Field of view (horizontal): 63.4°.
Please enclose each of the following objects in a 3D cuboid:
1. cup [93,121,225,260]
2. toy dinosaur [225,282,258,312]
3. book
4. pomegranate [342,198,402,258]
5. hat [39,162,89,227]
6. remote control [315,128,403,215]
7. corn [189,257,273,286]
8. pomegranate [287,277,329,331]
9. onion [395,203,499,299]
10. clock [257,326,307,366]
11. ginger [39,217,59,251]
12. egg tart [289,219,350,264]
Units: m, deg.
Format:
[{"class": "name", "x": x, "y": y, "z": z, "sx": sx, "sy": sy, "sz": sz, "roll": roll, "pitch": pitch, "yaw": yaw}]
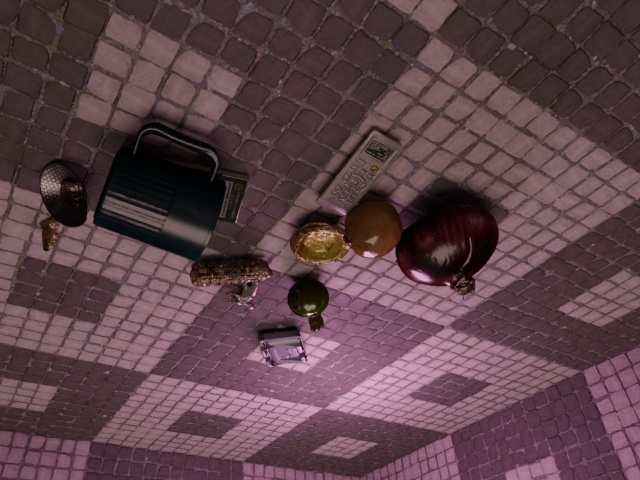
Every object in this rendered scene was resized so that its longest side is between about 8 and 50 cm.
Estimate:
[{"class": "cup", "x": -0.426, "y": -0.120, "z": 1.397, "sx": 0.292, "sy": 0.242, "sz": 0.308, "roll": 20, "pitch": 136, "yaw": -21}, {"class": "toy dinosaur", "x": -0.271, "y": 0.199, "z": 1.973, "sx": 0.167, "sy": 0.053, "sz": 0.242, "roll": 26, "pitch": 131, "yaw": -33}, {"class": "book", "x": -0.367, "y": -0.146, "z": 1.573, "sx": 0.264, "sy": 0.027, "sz": 0.202, "roll": 10, "pitch": 137, "yaw": -15}, {"class": "pomegranate", "x": 0.165, "y": -0.034, "z": 1.628, "sx": 0.191, "sy": 0.191, "sz": 0.191, "roll": -3, "pitch": 140, "yaw": -2}, {"class": "hat", "x": -0.720, "y": -0.139, "z": 1.513, "sx": 0.193, "sy": 0.082, "sz": 0.193, "roll": 9, "pitch": 113, "yaw": 23}, {"class": "remote control", "x": 0.108, "y": -0.199, "z": 1.542, "sx": 0.109, "sy": 0.055, "sz": 0.313, "roll": 25, "pitch": 127, "yaw": -21}, {"class": "corn", "x": -0.313, "y": 0.110, "z": 1.827, "sx": 0.289, "sy": 0.098, "sz": 0.098, "roll": -4, "pitch": 140, "yaw": -3}, {"class": "pomegranate", "x": -0.039, "y": 0.238, "z": 1.939, "sx": 0.159, "sy": 0.205, "sz": 0.159, "roll": -18, "pitch": 174, "yaw": -2}, {"class": "onion", "x": 0.422, "y": 0.049, "z": 1.679, "sx": 0.347, "sy": 0.285, "sz": 0.348, "roll": -15, "pitch": 153, "yaw": -8}, {"class": "clock", "x": -0.163, "y": 0.479, "z": 2.291, "sx": 0.186, "sy": 0.083, "sz": 0.253, "roll": -8, "pitch": 140, "yaw": 3}, {"class": "ginger", "x": -0.867, "y": -0.024, "z": 1.661, "sx": 0.057, "sy": 0.044, "sz": 0.137, "roll": 40, "pitch": 127, "yaw": 15}, {"class": "egg tart", "x": 0.000, "y": -0.002, "z": 1.731, "sx": 0.212, "sy": 0.090, "sz": 0.213, "roll": -2, "pitch": 142, "yaw": -2}]
